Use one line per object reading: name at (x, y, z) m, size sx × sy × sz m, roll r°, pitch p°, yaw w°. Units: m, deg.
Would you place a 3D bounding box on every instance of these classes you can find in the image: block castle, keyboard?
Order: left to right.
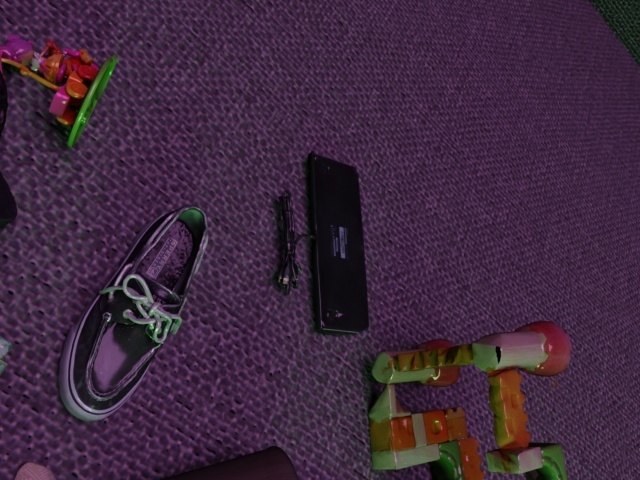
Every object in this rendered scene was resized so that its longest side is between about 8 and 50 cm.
keyboard at (0.000, 0.000, 1.088) m, size 0.201 × 0.033 × 0.317 m, roll 13°, pitch 66°, yaw -41°
block castle at (0.262, 0.368, 0.988) m, size 0.212 × 0.303 × 0.454 m, roll 4°, pitch 73°, yaw -38°

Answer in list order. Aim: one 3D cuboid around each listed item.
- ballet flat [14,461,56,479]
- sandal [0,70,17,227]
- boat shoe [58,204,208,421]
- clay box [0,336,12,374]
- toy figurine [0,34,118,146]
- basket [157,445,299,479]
ballet flat at (-0.311, 0.333, 0.712) m, size 0.057 × 0.052 × 0.168 m, roll 2°, pitch 73°, yaw -38°
sandal at (-0.448, -0.224, 0.707) m, size 0.107 × 0.167 × 0.446 m, roll -27°, pitch 94°, yaw 1°
boat shoe at (-0.227, 0.084, 0.829) m, size 0.113 × 0.105 × 0.306 m, roll 40°, pitch 54°, yaw -20°
clay box at (-0.437, 0.168, 0.669) m, size 0.127 × 0.053 × 0.222 m, roll 39°, pitch 55°, yaw -22°
toy figurine at (-0.368, -0.228, 0.837) m, size 0.159 × 0.130 × 0.173 m, roll 26°, pitch 38°, yaw -19°
basket at (-0.151, 0.361, 0.770) m, size 0.226 × 0.154 × 0.205 m, roll 8°, pitch 73°, yaw -33°
